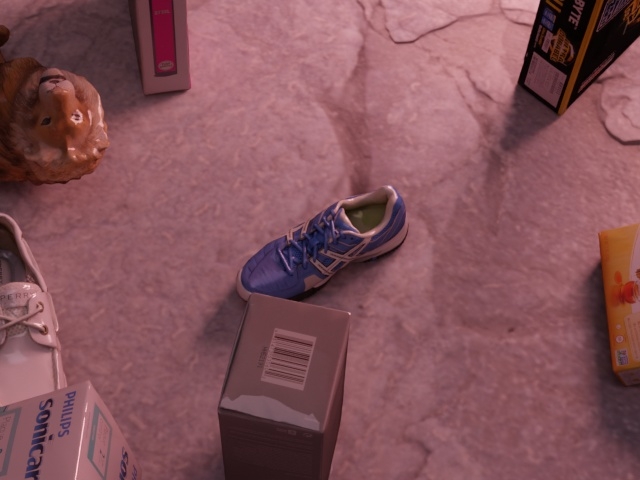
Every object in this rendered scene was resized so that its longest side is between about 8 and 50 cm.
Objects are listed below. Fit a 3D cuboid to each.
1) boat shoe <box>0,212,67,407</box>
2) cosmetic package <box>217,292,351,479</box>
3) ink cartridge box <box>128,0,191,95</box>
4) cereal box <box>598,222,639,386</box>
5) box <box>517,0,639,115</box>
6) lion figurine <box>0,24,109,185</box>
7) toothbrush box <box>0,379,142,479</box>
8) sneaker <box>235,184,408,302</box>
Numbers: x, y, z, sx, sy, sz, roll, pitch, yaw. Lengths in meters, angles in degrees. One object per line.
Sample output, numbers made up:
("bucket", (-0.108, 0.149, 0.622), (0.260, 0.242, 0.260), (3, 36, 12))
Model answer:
("boat shoe", (-0.313, 0.081, 1.349), (0.098, 0.096, 0.277), (-5, 44, -24))
("cosmetic package", (-0.033, 0.164, 1.267), (0.107, 0.238, 0.127), (12, 57, 3))
("ink cartridge box", (-0.189, -0.338, 1.479), (0.069, 0.371, 0.176), (-9, 61, -6))
("cereal box", (0.416, 0.046, 1.398), (0.240, 0.047, 0.173), (-15, 55, 23))
("box", (0.369, -0.331, 1.556), (0.079, 0.257, 0.322), (38, 65, 19))
("lion figurine", (-0.437, -0.124, 1.503), (0.392, 0.142, 0.240), (-20, 69, 3))
("toothbrush box", (-0.316, 0.271, 1.163), (0.295, 0.126, 0.216), (-16, 34, 9))
("sneaker", (0.000, 0.000, 1.453), (0.211, 0.081, 0.080), (-30, 66, -16))
